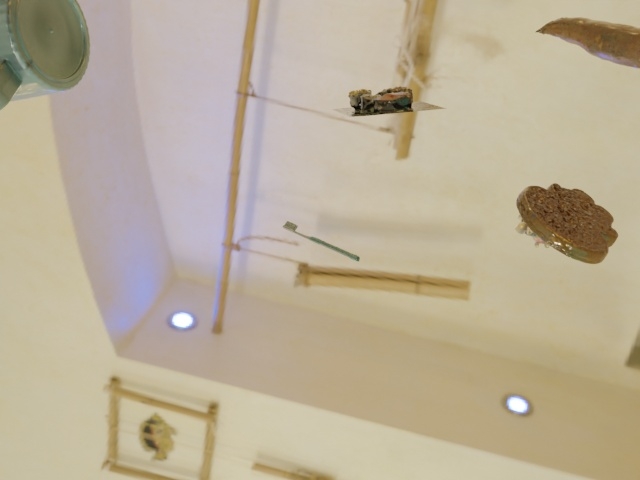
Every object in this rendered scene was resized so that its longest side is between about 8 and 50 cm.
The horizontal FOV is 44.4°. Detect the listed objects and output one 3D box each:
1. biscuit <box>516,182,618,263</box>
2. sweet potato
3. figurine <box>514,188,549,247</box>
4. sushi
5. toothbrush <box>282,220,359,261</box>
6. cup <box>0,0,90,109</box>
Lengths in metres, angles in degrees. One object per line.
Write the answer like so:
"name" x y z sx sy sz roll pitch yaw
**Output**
"biscuit" 0.302 -0.022 0.950 0.175 0.124 0.026 -16 -34 -50
"sweet potato" 0.470 -0.298 1.198 0.072 0.314 0.066 -9 -62 -50
"figurine" 0.469 -0.032 1.648 0.081 0.098 0.146 -23 21 50
"sushi" 0.125 -0.277 1.529 0.279 0.193 0.043 -103 8 -77
"toothbrush" 0.000 0.000 1.202 0.014 0.167 0.011 -57 -42 -10
"cup" -0.677 -0.393 1.568 0.331 0.312 0.256 -49 -49 -61
